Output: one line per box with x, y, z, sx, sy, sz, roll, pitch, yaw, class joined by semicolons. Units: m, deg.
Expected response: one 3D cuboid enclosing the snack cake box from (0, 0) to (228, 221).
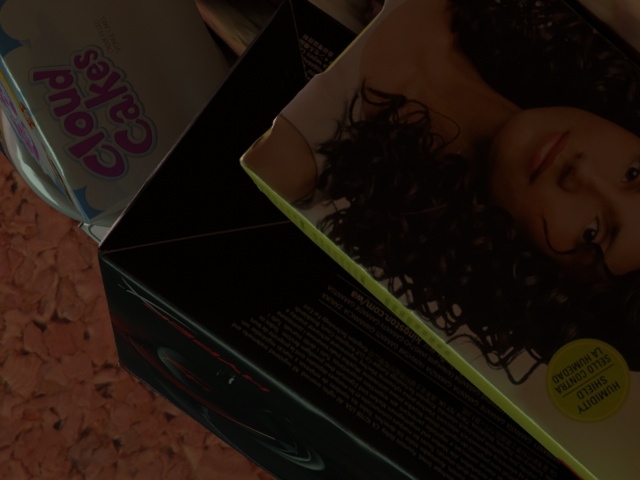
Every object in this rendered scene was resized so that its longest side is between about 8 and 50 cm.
-0.133;-0.115;0.680;0.152;0.089;0.264;67;168;-19;snack cake box

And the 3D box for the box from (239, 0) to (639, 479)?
0.093;0.030;0.337;0.232;0.087;0.058;41;177;5;box

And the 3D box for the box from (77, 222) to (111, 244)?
-0.038;0.025;1.118;0.290;0.087;0.169;42;139;-12;box

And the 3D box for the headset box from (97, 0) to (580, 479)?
0.032;0.055;0.545;0.218;0.110;0.293;35;166;1;headset box

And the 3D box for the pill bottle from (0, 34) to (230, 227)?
-0.169;-0.113;0.961;0.153;0.153;0.265;44;176;-27;pill bottle
